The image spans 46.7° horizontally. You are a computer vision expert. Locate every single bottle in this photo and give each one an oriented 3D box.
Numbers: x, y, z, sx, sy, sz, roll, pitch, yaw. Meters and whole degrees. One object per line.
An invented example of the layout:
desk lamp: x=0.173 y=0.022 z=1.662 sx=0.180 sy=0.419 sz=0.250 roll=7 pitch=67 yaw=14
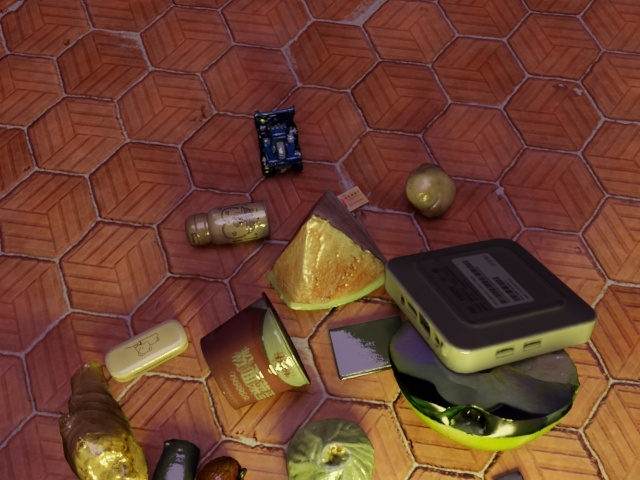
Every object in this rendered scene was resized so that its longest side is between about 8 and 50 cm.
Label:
bottle: x=-0.236 y=-0.043 z=1.869 sx=0.209 sy=0.097 sz=0.110 roll=-9 pitch=31 yaw=-5

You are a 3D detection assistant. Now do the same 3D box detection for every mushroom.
mushroom: x=0.282 y=-0.131 z=1.907 sx=0.148 sy=0.112 sz=0.148 roll=5 pitch=81 yaw=-31

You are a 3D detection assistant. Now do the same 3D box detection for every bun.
bun: x=0.020 y=0.469 z=1.589 sx=0.195 sy=0.118 sz=0.196 roll=-1 pitch=64 yaw=3

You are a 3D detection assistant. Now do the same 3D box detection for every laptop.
laptop: x=0.117 y=0.253 z=1.759 sx=0.180 sy=0.016 sz=0.129 roll=-11 pitch=63 yaw=-7

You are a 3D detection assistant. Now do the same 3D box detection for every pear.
pear: x=0.341 y=0.318 z=1.600 sx=0.398 sy=0.165 sz=0.399 roll=1 pitch=31 yaw=-1

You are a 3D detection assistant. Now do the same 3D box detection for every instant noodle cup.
instant noodle cup: x=-0.147 y=0.257 z=1.649 sx=0.178 sy=0.235 sz=0.235 roll=-28 pitch=66 yaw=-3

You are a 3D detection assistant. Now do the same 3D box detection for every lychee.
lychee: x=-0.200 y=0.516 z=1.565 sx=0.140 sy=0.101 sz=0.114 roll=11 pitch=22 yaw=19

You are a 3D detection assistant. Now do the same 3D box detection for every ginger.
ginger: x=-0.435 y=0.395 z=1.556 sx=0.236 sy=0.375 sz=0.166 roll=34 pitch=105 yaw=-17

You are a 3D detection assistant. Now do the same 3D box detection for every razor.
razor: x=-0.316 y=0.506 z=1.601 sx=0.090 sy=0.054 sz=0.148 roll=13 pitch=64 yaw=2

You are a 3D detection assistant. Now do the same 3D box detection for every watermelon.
watermelon: x=-0.014 y=-0.002 z=1.775 sx=0.283 sy=0.293 sz=0.250 roll=-31 pitch=37 yaw=-15

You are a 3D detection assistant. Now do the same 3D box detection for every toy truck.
toy truck: x=-0.115 y=-0.282 z=1.976 sx=0.113 sy=0.126 sz=0.208 roll=-9 pitch=62 yaw=-5

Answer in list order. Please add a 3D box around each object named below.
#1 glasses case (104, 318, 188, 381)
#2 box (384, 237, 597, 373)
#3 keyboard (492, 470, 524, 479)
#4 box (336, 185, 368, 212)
glasses case: x=-0.405 y=0.257 z=1.733 sx=0.196 sy=0.050 sz=0.083 roll=-28 pitch=64 yaw=-14
box: x=0.370 y=0.128 z=1.670 sx=0.372 sy=0.091 sz=0.367 roll=-10 pitch=32 yaw=-20
keyboard: x=0.434 y=0.599 z=1.581 sx=0.074 sy=0.015 sz=0.197 roll=-18 pitch=63 yaw=-5
box: x=0.073 y=-0.100 z=1.943 sx=0.093 sy=0.015 sz=0.058 roll=-29 pitch=65 yaw=-15
